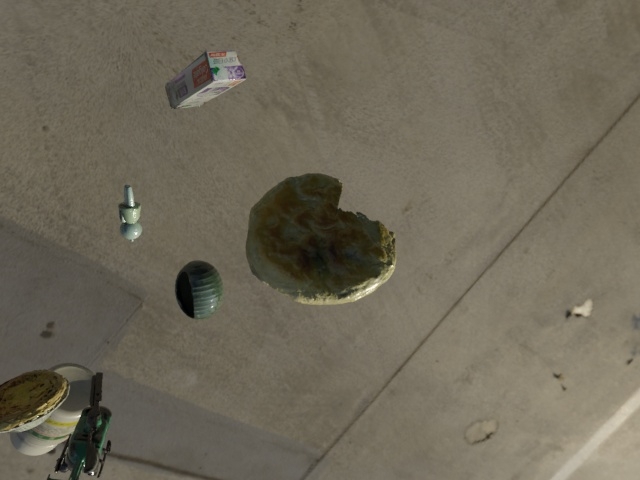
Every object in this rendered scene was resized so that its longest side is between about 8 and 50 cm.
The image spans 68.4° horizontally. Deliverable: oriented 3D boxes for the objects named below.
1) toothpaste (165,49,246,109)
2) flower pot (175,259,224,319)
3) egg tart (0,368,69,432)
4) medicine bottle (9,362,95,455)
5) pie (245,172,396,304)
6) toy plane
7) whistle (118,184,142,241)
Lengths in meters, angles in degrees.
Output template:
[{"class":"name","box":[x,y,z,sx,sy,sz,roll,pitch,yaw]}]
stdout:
[{"class":"toothpaste","box":[-0.163,-0.215,0.644,0.047,0.196,0.040,-18,103,-29]},{"class":"flower pot","box":[-0.475,0.196,1.861,0.157,0.190,0.242,-19,117,-50]},{"class":"egg tart","box":[-0.825,0.460,1.317,0.234,0.234,0.094,-13,115,-16]},{"class":"medicine bottle","box":[-0.950,0.607,1.672,0.208,0.208,0.339,27,121,-31]},{"class":"pie","box":[0.000,0.000,1.012,0.338,0.337,0.075,-12,153,-17]},{"class":"toy plane","box":[-0.515,0.454,1.025,0.107,0.381,0.155,16,104,-16]},{"class":"whistle","box":[-0.311,-0.042,0.770,0.035,0.035,0.100,-4,118,-21]}]
